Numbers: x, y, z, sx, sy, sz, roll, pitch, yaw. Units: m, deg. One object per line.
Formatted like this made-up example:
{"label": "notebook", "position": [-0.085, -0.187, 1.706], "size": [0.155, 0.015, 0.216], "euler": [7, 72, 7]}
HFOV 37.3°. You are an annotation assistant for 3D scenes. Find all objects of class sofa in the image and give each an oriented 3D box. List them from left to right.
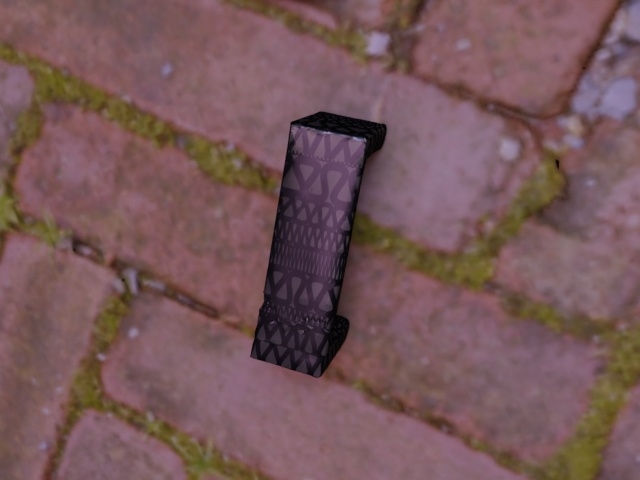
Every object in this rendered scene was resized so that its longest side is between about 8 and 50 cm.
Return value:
{"label": "sofa", "position": [0.000, 0.000, 0.457], "size": [0.039, 0.060, 0.118], "euler": [13, 106, 9]}
